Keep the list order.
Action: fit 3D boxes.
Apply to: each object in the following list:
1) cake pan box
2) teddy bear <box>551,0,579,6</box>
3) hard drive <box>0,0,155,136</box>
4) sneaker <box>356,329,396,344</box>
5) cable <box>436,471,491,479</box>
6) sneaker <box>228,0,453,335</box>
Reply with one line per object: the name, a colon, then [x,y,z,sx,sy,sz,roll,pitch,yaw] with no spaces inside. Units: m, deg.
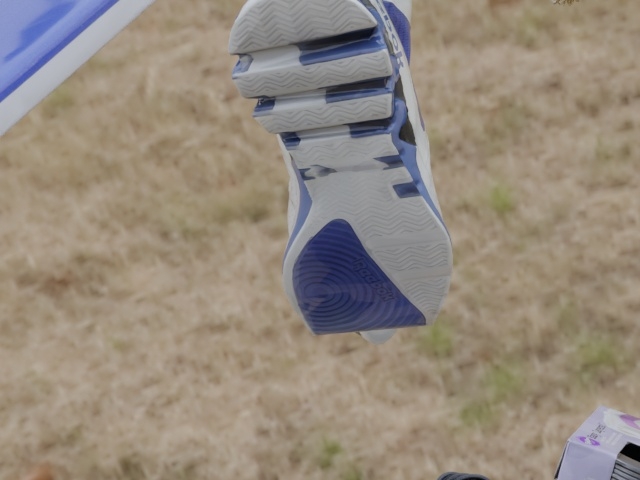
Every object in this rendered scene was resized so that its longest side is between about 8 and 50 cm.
cake pan box: [0.461,0.313,2.104,0.246,0.070,0.267,17,10,19]
teddy bear: [0.311,-0.312,1.471,0.338,0.113,0.245,-1,51,41]
hard drive: [-0.297,-0.125,1.202,0.210,0.040,0.318,9,43,36]
sneaker: [0.000,0.000,2.010,0.147,0.295,0.104,16,47,41]
cable: [0.170,0.396,2.061,0.184,0.047,0.150,-38,71,2]
sneaker: [0.027,-0.094,1.103,0.128,0.315,0.182,-3,41,12]
